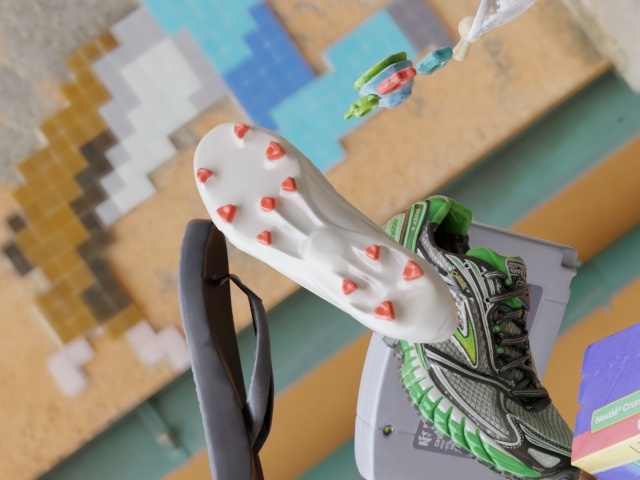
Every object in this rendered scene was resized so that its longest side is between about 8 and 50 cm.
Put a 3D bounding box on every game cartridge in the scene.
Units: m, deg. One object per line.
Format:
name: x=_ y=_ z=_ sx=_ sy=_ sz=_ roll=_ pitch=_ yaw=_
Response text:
game cartridge: x=0.147 y=0.126 z=1.700 sx=0.196 sy=0.294 sz=0.060 roll=14 pitch=-173 yaw=-29

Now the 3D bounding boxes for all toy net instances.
toy net: x=0.120 y=-0.204 z=1.651 sx=0.045 sy=0.232 sz=0.122 roll=59 pitch=-152 yaw=8

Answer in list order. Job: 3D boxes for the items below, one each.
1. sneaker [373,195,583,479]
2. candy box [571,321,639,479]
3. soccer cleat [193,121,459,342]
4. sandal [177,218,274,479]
sneaker: x=0.143 y=0.088 z=1.483 sx=0.134 sy=0.146 sz=0.343 roll=24 pitch=-153 yaw=-49
candy box: x=0.404 y=0.152 z=1.247 sx=0.317 sy=0.122 sz=0.268 roll=31 pitch=141 yaw=-23
soccer cleat: x=0.000 y=0.000 z=0.941 sx=0.196 sy=0.068 sz=0.076 roll=39 pitch=179 yaw=29
sandal: x=-0.052 y=0.108 z=1.114 sx=0.097 sy=0.054 sz=0.254 roll=39 pitch=-140 yaw=-80
